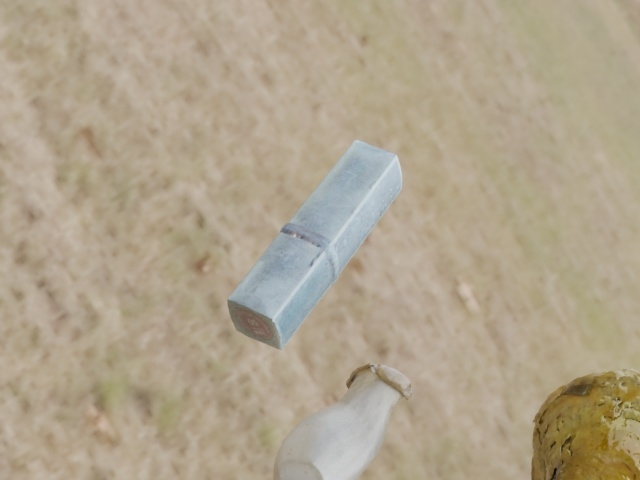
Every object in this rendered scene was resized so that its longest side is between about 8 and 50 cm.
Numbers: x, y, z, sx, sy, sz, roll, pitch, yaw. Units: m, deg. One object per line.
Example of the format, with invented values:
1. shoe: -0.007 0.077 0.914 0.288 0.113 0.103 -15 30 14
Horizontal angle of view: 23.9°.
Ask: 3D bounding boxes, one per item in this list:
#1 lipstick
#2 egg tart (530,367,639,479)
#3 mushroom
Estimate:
1. lipstick: 0.000 0.000 1.825 0.076 0.289 0.077 23 -32 27
2. egg tart: 0.420 0.335 2.015 0.341 0.341 0.129 57 37 -8
3. mushroom: 0.021 0.214 1.648 0.088 0.212 0.097 34 -30 18
